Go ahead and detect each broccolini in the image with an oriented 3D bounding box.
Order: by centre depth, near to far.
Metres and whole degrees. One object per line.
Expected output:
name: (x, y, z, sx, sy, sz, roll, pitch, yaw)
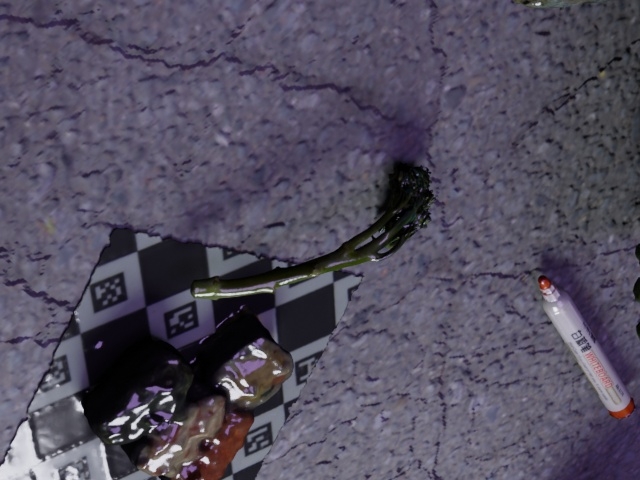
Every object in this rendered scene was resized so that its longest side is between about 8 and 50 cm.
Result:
broccolini: (0.005, 0.003, 1.036, 0.194, 0.052, 0.054, -23, 131, -30)

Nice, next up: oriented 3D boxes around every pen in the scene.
pen: (0.217, 0.087, 1.290, 0.026, 0.026, 0.218, -42, 137, -4)

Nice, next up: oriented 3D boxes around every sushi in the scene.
sushi: (-0.087, 0.117, 1.065, 0.219, 0.047, 0.231, 12, 114, -42)

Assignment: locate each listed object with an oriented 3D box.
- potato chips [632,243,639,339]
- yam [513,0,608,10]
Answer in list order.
potato chips: (0.319, -0.117, 1.107, 0.373, 0.097, 0.389, -46, 155, -51)
yam: (0.198, -0.192, 1.029, 0.179, 0.078, 0.078, -9, 126, -32)
